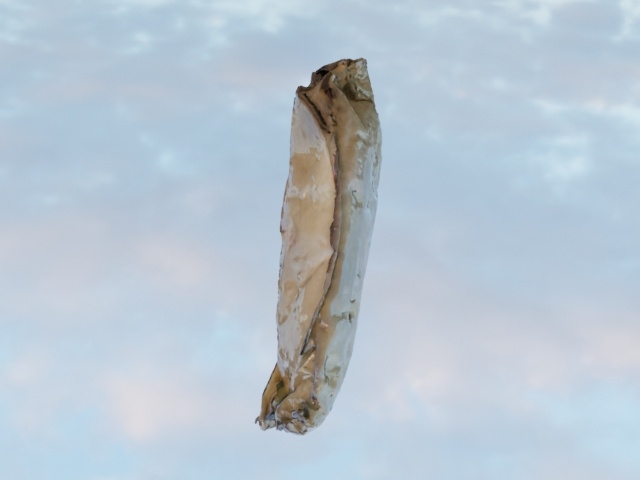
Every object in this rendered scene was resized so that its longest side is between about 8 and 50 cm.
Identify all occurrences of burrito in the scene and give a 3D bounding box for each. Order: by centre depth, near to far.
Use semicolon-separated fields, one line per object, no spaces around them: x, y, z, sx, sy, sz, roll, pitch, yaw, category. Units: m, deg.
0.001;0.000;0.606;0.058;0.229;0.063;8;173;23;burrito
